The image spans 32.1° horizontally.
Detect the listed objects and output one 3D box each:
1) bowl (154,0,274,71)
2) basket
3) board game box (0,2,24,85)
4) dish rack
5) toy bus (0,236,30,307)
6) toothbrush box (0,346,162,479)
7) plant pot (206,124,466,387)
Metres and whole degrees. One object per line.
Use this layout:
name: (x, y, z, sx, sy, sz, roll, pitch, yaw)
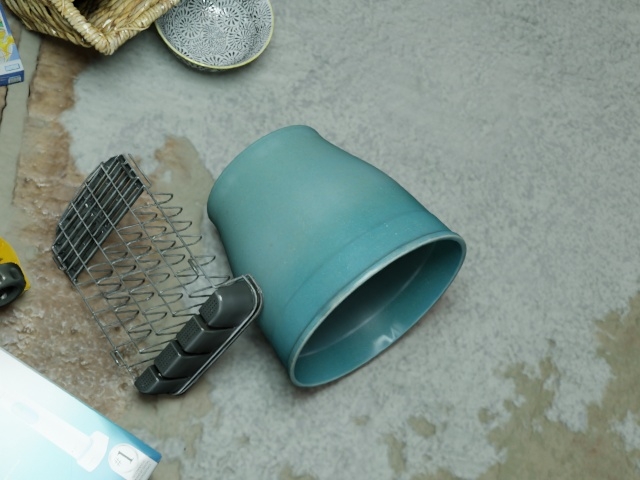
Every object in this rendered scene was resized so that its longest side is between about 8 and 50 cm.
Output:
bowl: (-0.156, -0.299, 1.564, 0.170, 0.080, 0.170, 6, 68, -14)
basket: (-0.275, -0.418, 1.452, 0.299, 0.223, 0.213, -42, 130, -22)
board game box: (-0.511, -0.254, 1.471, 0.201, 0.035, 0.136, -17, 75, -21)
dish rack: (-0.214, 0.038, 1.362, 0.271, 0.208, 0.074, 53, 30, 18)
toy bus: (-0.480, 0.049, 1.298, 0.211, 0.220, 0.149, -42, 71, 5)
toothbrush box: (-0.365, 0.261, 1.261, 0.295, 0.126, 0.216, 33, 65, -2)
plant pot: (0.000, 0.000, 1.405, 0.272, 0.271, 0.255, -29, 65, -24)
